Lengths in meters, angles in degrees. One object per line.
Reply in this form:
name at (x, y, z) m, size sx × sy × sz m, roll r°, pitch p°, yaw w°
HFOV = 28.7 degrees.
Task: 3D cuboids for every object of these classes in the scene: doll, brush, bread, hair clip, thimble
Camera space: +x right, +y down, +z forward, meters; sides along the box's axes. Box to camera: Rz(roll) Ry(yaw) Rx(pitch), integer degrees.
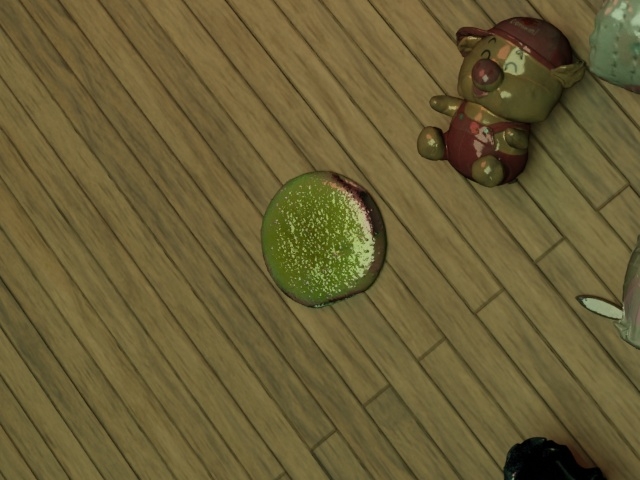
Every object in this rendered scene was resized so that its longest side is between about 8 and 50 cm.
doll at (0.261, -0.210, 1.835) m, size 0.196 × 0.152 × 0.256 m, roll 26°, pitch 100°, yaw 8°
brush at (0.464, 0.117, 1.831) m, size 0.196 × 0.021 × 0.070 m, roll 21°, pitch 101°, yaw 23°
bread at (0.000, 0.000, 2.035) m, size 0.228 × 0.033 × 0.228 m, roll 1°, pitch 94°, yaw 24°
hair clip at (0.312, 0.415, 1.823) m, size 0.194 × 0.206 × 0.310 m, roll 36°, pitch 124°, yaw 24°
thimble at (0.470, -0.288, 1.719) m, size 0.149 × 0.185 × 0.211 m, roll 25°, pitch 138°, yaw 24°

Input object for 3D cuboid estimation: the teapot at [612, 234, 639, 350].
teapot at (0.515, 0.096, 1.740) m, size 0.163 × 0.221 × 0.178 m, roll 25°, pitch 95°, yaw 58°
